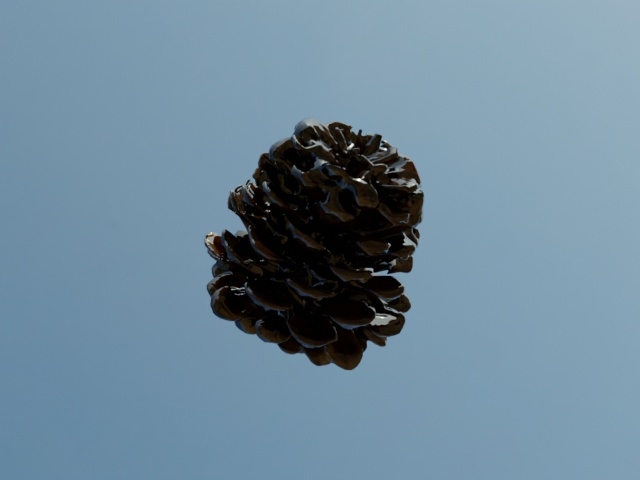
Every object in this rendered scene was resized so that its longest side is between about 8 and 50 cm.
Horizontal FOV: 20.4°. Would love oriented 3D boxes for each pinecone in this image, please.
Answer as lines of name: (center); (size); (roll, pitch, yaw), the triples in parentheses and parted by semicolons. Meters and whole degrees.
pinecone: (0.000, 0.000, 0.606); (0.077, 0.077, 0.083); (-39, -23, -41)
